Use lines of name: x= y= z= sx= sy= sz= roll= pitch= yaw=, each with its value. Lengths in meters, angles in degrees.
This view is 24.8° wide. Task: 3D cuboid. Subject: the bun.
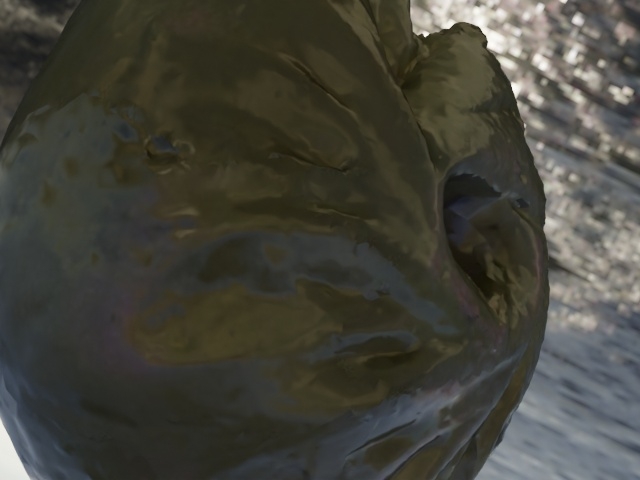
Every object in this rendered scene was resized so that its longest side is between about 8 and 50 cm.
bun: x=0.000 y=0.000 z=0.415 sx=0.128 sy=0.193 sz=0.178 roll=6 pitch=166 yaw=34
